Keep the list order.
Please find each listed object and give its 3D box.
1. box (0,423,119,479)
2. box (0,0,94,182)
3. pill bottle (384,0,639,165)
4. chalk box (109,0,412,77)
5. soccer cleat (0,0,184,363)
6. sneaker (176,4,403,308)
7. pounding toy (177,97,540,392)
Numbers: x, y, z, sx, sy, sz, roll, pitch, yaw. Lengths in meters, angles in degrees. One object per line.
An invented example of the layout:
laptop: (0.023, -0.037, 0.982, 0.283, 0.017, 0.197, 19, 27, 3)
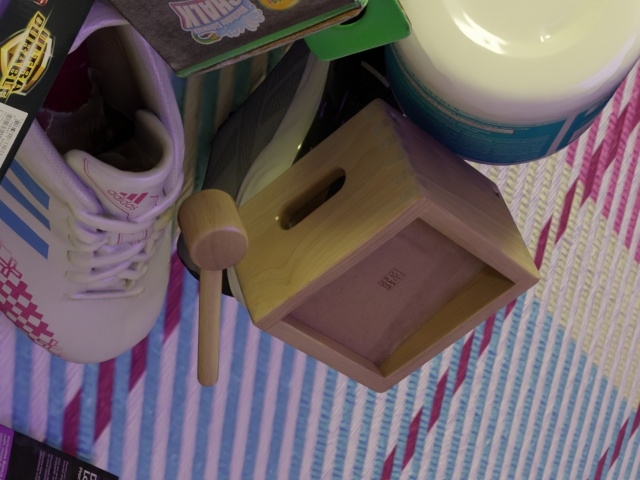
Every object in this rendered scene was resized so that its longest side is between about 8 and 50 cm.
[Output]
box: (-0.191, 0.191, 1.156, 0.162, 0.029, 0.116, 40, 56, -60)
box: (-0.187, -0.136, 0.744, 0.051, 0.220, 0.175, 20, 99, -58)
pill bottle: (0.109, -0.123, 1.033, 0.146, 0.146, 0.264, -56, 175, -4)
chalk box: (-0.036, -0.174, 0.836, 0.213, 0.132, 0.132, 46, 51, -28)
soccer cleat: (-0.131, -0.026, 0.982, 0.116, 0.143, 0.331, -34, 140, -23)
sneaker: (-0.012, -0.085, 1.158, 0.100, 0.108, 0.271, 41, 71, -45)
pounding toy: (-0.010, 0.003, 1.033, 0.181, 0.094, 0.206, -38, 138, 20)
